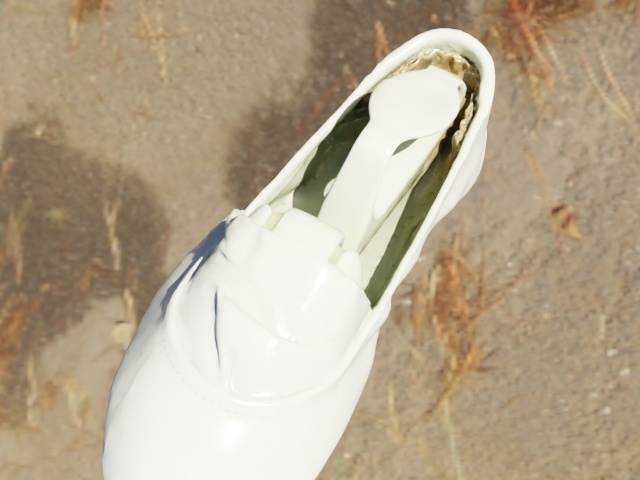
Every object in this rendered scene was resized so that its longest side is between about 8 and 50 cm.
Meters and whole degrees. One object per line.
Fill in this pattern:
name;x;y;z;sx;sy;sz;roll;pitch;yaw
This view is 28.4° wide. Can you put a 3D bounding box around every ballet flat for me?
ballet flat;0.000;0.000;0.749;0.139;0.400;0.139;20;138;19
